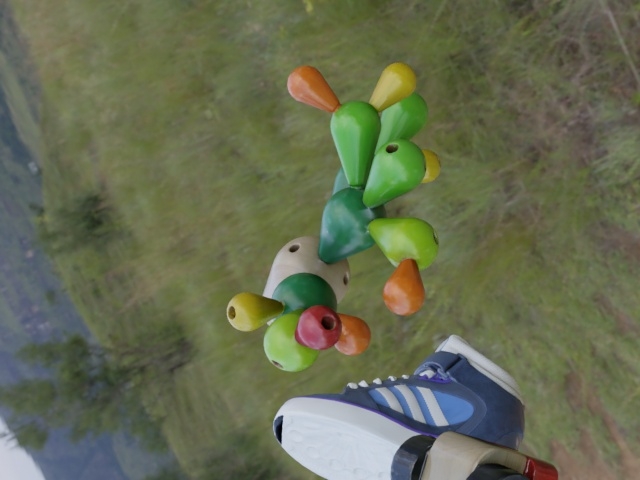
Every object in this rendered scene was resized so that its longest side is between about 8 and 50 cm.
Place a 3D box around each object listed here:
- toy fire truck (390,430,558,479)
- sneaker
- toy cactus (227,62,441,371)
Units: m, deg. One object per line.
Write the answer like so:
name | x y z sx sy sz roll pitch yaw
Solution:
toy fire truck | 0.156 0.284 0.755 0.246 0.217 0.158 20 173 -29
sneaker | 0.118 0.220 1.251 0.236 0.323 0.130 -68 -13 -52
toy cactus | 0.000 0.000 0.538 0.180 0.112 0.219 126 162 -50
